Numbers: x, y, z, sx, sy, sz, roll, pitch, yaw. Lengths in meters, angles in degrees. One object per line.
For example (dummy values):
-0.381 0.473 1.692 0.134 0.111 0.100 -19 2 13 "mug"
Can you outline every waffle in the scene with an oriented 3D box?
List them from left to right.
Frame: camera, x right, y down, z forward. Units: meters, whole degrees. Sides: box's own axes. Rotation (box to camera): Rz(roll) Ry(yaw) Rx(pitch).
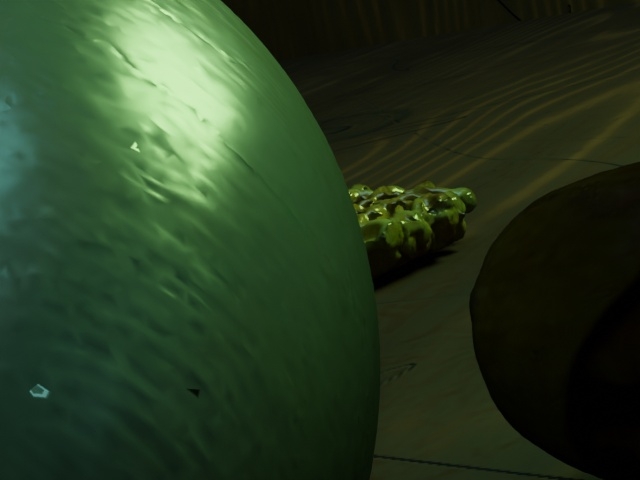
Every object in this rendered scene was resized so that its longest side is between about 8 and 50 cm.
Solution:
-0.005 0.001 1.036 0.191 0.038 0.191 -10 9 2 "waffle"

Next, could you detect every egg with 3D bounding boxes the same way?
-0.092 0.028 0.436 0.218 0.218 0.295 -13 22 -12 "egg"

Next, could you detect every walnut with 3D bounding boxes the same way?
0.142 0.025 0.538 0.207 0.115 0.116 0 12 19 "walnut"
